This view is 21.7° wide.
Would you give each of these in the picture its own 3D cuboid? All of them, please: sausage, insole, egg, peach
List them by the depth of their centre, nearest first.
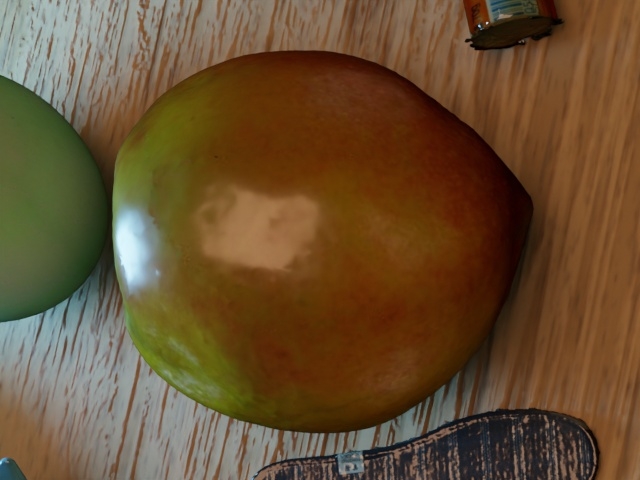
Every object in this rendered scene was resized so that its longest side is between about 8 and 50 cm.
[{"bbox_3d":[0.000,0.000,1.305,0.332,0.308,0.307,-3,80,7],"label":"peach"},{"bbox_3d":[0.080,0.201,1.379,0.309,0.012,0.110,-9,79,21],"label":"insole"},{"bbox_3d":[0.137,-0.292,1.402,0.083,0.083,0.264,-16,74,20],"label":"sausage"},{"bbox_3d":[-0.314,-0.040,1.472,0.270,0.220,0.220,28,93,25],"label":"egg"}]

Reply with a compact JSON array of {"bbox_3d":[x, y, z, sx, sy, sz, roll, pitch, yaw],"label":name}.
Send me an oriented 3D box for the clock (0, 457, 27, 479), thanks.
[{"bbox_3d":[-0.255,0.312,1.387,0.224,0.094,0.274,-18,113,15],"label":"clock"}]
